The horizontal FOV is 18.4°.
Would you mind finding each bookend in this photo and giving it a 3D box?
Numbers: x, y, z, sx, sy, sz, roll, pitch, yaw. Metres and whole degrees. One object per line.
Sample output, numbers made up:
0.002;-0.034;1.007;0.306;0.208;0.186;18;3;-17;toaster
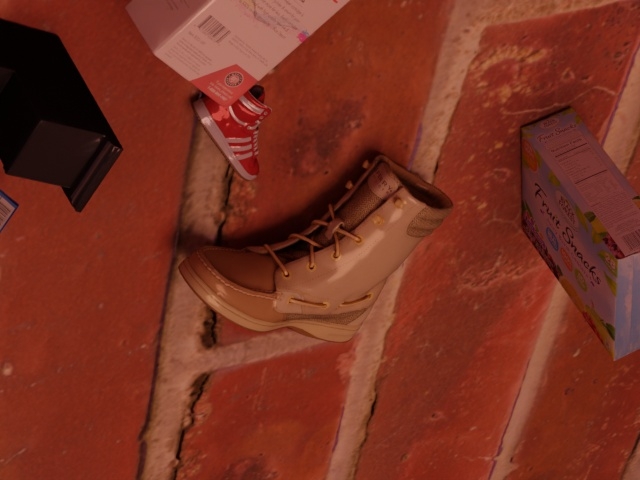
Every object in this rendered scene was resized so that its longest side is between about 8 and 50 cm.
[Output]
-0.266;-0.112;1.620;0.156;0.157;0.072;12;124;-43;bookend

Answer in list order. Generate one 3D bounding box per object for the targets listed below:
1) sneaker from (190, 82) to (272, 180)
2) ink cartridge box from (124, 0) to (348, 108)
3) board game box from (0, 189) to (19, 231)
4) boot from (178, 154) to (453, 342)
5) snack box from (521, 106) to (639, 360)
-0.068;-0.106;1.861;0.067;0.042;0.118;-31;141;4;sneaker
-0.049;-0.216;1.654;0.198;0.067;0.115;-40;143;11;ink cartridge box
-0.365;-0.019;1.684;0.160;0.047;0.210;-57;148;-11;board game box
0.000;0.000;1.982;0.262;0.095;0.203;16;122;-46;boot
0.287;-0.008;2.084;0.070;0.207;0.174;-23;143;-12;snack box
